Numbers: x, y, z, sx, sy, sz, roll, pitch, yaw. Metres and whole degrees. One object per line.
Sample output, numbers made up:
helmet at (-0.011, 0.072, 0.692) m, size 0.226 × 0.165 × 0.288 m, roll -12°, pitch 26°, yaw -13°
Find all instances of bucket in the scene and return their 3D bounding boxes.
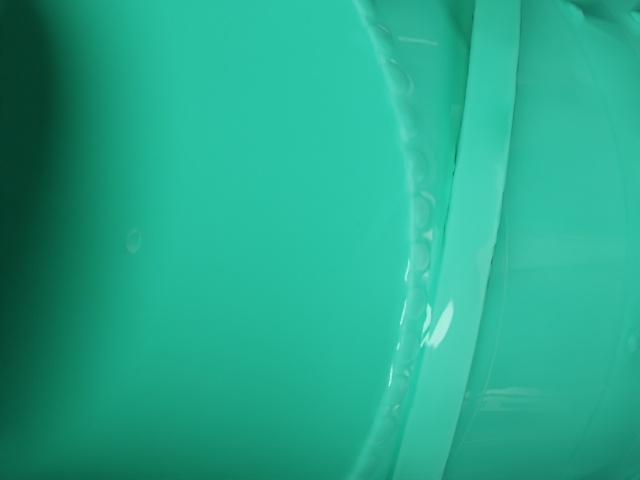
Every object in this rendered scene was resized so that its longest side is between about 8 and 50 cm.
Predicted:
bucket at (0.000, 0.000, 0.492) m, size 0.183 × 0.281 × 0.281 m, roll -1°, pitch 87°, yaw -47°
